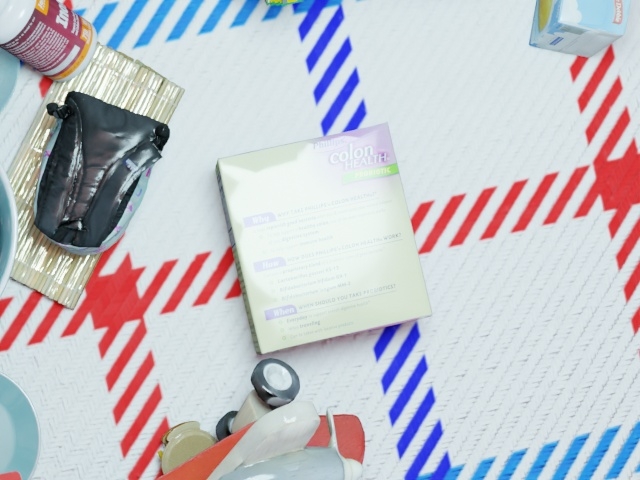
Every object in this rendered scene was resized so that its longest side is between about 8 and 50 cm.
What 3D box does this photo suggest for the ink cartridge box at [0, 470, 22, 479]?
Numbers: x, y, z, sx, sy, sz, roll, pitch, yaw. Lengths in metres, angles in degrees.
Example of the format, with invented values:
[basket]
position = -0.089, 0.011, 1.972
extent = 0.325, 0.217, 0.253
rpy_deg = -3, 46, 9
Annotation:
[ink cartridge box]
position = -0.394, 0.399, 1.842
extent = 0.134, 0.078, 0.231
rpy_deg = -7, 68, -24

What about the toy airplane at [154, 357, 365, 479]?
[toy airplane]
position = -0.107, 0.328, 1.741
extent = 0.384, 0.386, 0.272
rpy_deg = -42, 75, 0

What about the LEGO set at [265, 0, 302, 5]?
[LEGO set]
position = 0.039, -0.424, 1.890
extent = 0.331, 0.255, 0.192
rpy_deg = -10, 114, 5

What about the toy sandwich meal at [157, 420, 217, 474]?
[toy sandwich meal]
position = -0.163, 0.264, 1.932
extent = 0.085, 0.029, 0.086
rpy_deg = -5, 101, -26

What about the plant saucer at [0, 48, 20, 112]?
[plant saucer]
position = -0.466, -0.216, 1.934
extent = 0.195, 0.037, 0.195
rpy_deg = 0, 85, -6

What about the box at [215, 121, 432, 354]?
[box]
position = 0.000, 0.000, 1.926
extent = 0.213, 0.117, 0.243
rpy_deg = -13, 88, -6

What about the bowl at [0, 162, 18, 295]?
[bowl]
position = -0.495, -0.003, 1.843
extent = 0.311, 0.163, 0.312
rpy_deg = 0, 85, 0

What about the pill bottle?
[pill bottle]
position = -0.349, -0.260, 1.889
extent = 0.152, 0.086, 0.086
rpy_deg = 32, 81, -43

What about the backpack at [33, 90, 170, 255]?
[backpack]
position = -0.269, -0.071, 1.885
extent = 0.152, 0.115, 0.182
rpy_deg = 19, 84, 7

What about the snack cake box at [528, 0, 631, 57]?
[snack cake box]
position = 0.341, -0.376, 1.970
extent = 0.089, 0.152, 0.264
rpy_deg = 11, 84, -5

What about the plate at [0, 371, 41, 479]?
[plate]
position = -0.433, 0.243, 1.910
extent = 0.188, 0.024, 0.188
rpy_deg = 0, 86, -7

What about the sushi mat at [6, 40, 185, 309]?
[sushi mat]
position = -0.302, -0.088, 1.951
extent = 0.151, 0.019, 0.316
rpy_deg = 26, 84, -2
